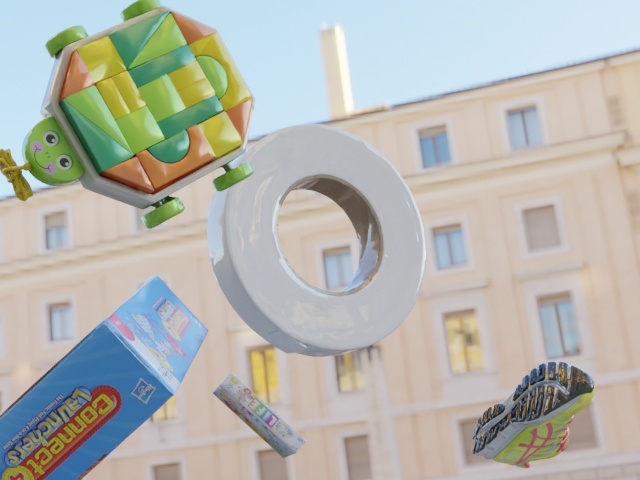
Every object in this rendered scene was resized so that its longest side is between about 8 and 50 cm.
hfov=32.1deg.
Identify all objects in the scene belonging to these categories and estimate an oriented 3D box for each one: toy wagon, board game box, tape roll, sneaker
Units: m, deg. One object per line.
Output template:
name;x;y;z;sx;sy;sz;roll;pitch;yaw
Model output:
toy wagon;-0.240;-0.150;1.398;0.344;0.267;0.068;-32;6;-35
board game box;-0.257;0.180;1.058;0.302;0.086;0.308;-42;4;4
tape roll;0.000;0.000;1.838;0.392;0.392;0.072;3;-16;-31
board game box;-0.096;0.270;1.709;0.026;0.154;0.103;-47;-1;-20
sneaker;0.277;0.220;1.364;0.094;0.081;0.208;29;-40;-12
